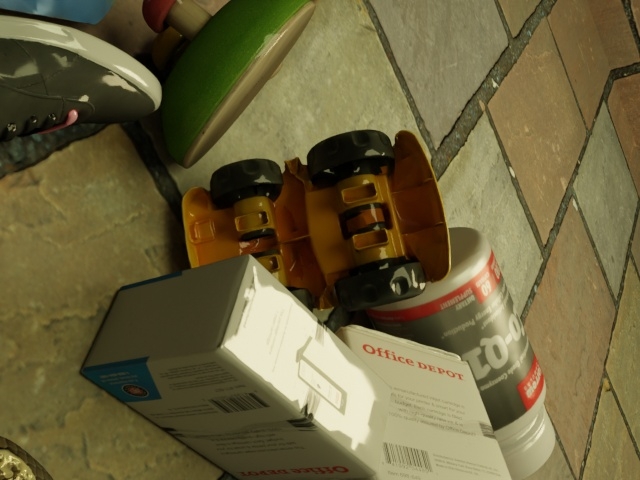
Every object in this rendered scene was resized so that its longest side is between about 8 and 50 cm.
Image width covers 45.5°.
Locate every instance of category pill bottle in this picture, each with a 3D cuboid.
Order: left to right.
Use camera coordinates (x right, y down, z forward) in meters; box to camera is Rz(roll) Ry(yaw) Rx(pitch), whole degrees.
[{"bbox_3d":[0.170,0.141,0.910,0.161,0.161,0.283,-49,118,-49],"label":"pill bottle"}]

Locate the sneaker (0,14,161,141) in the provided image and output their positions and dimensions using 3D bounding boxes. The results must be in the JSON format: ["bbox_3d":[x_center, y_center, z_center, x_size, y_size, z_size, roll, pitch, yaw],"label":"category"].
[{"bbox_3d":[-0.229,-0.066,0.482,0.296,0.104,0.147,3,79,-48],"label":"sneaker"}]

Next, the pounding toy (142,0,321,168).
[{"bbox_3d":[-0.092,-0.181,0.677,0.110,0.183,0.237,39,44,-7],"label":"pounding toy"}]

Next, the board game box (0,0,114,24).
[{"bbox_3d":[-0.232,-0.235,0.587,0.169,0.033,0.133,-7,90,-50],"label":"board game box"}]

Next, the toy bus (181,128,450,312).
[{"bbox_3d":[0.000,0.000,0.732,0.211,0.220,0.149,61,16,-83],"label":"toy bus"}]

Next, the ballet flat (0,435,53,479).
[{"bbox_3d":[-0.168,0.237,0.495,0.084,0.058,0.250,-32,103,-52],"label":"ballet flat"}]

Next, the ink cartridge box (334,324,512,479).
[{"bbox_3d":[0.083,0.198,0.718,0.158,0.092,0.218,19,34,-22],"label":"ink cartridge box"}]

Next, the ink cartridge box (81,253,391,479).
[{"bbox_3d":[-0.059,0.114,0.613,0.203,0.148,0.086,47,43,-36],"label":"ink cartridge box"}]
